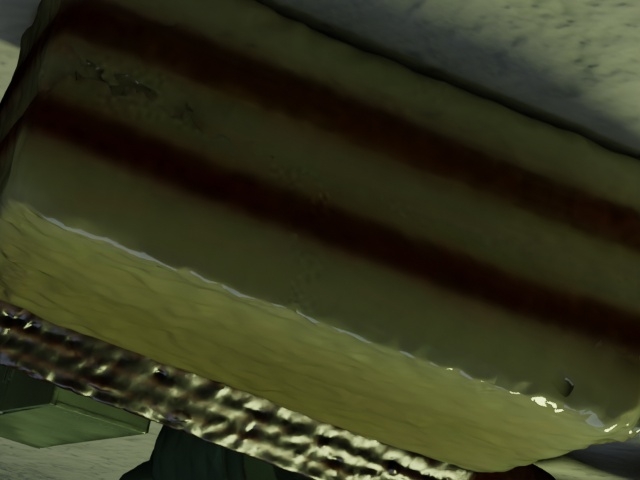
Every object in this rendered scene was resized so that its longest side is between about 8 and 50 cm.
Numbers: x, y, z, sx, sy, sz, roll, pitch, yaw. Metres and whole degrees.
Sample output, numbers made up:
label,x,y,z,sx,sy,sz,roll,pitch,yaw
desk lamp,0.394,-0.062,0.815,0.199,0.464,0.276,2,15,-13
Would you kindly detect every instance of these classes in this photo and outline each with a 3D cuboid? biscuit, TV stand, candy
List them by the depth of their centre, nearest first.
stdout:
label,x,y,z,sx,sy,sz,roll,pitch,yaw
candy,0.000,0.000,0.771,0.320,0.135,0.179,20,161,-18
biscuit,-0.063,0.080,1.101,0.388,0.073,0.107,23,-162,-28
TV stand,-0.228,0.124,1.436,0.088,0.083,0.269,20,161,-25

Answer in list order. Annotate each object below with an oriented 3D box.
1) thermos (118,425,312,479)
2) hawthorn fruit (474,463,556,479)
label,x,y,z,sx,sy,sz,roll,pitch,yaw
thermos,-0.051,0.182,1.399,0.182,0.145,0.286,-11,177,-24
hawthorn fruit,0.094,0.272,1.409,0.253,0.205,0.205,-21,144,37
